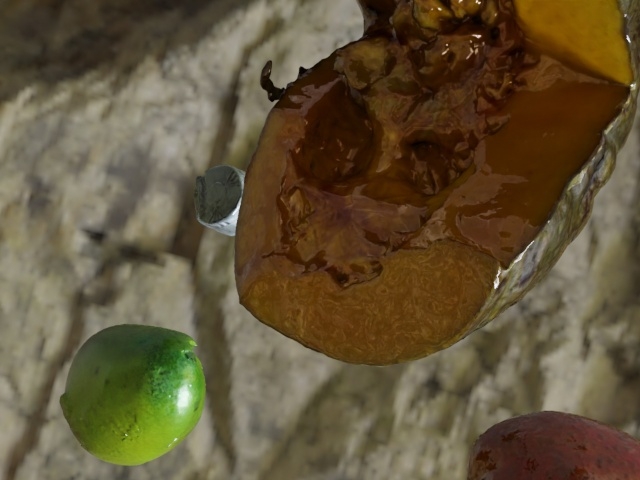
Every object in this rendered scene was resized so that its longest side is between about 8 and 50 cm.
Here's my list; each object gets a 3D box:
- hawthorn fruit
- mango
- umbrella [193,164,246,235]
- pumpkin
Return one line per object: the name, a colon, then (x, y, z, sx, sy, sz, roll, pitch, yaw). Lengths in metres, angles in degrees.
hawthorn fruit: (0.201, 0.229, 1.273, 0.189, 0.189, 0.189, 15, -178, 0)
mango: (-0.160, 0.128, 1.315, 0.100, 0.119, 0.178, -23, 177, -37)
umbrella: (0.000, 0.000, 0.817, 0.050, 0.046, 0.188, -11, 162, 35)
pumpkin: (0.041, -0.062, 0.463, 0.119, 0.183, 0.108, 23, -157, 38)
